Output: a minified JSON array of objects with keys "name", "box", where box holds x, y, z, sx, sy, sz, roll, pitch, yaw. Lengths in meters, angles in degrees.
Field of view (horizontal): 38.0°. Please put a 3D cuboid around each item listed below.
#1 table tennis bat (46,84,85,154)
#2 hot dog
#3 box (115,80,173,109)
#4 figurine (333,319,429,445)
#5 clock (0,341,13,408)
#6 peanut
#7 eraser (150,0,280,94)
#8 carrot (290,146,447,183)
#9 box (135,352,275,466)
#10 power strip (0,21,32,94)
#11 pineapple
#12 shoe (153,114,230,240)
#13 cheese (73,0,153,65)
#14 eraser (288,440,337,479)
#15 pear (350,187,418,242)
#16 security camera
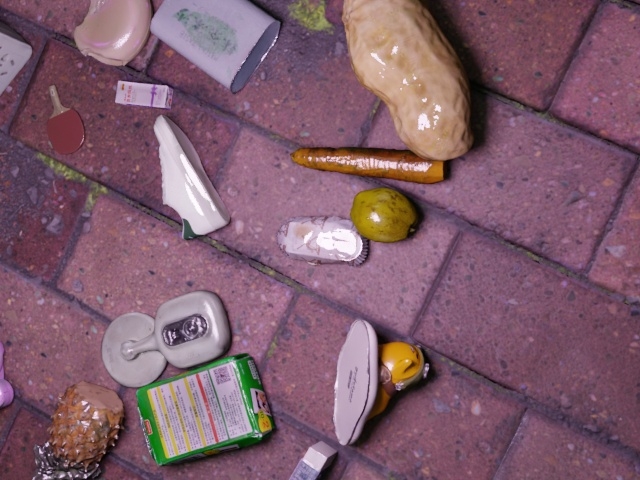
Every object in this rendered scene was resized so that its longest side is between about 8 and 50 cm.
[{"name":"table tennis bat","box":[-0.560,-0.262,2.012,0.087,0.013,0.156,-22,84,15]},{"name":"hot dog","box":[0.000,0.000,1.830,0.192,0.053,0.099,4,87,18]},{"name":"box","box":[-0.370,-0.305,1.950,0.117,0.036,0.051,10,90,16]},{"name":"figurine","box":[0.119,0.274,1.774,0.141,0.166,0.250,4,117,-20]},{"name":"clock","box":[-0.787,0.277,2.008,0.227,0.090,0.248,-29,82,12]},{"name":"peanut","box":[0.163,-0.321,1.729,0.169,0.192,0.387,-41,75,48]},{"name":"eraser","box":[-0.216,-0.433,1.893,0.227,0.081,0.174,37,97,13]},{"name":"carrot","box":[0.088,-0.149,1.808,0.314,0.066,0.066,5,89,17]},{"name":"box","box":[-0.230,0.340,1.850,0.250,0.103,0.180,-19,83,12]},{"name":"power strip","box":[-0.769,-0.378,1.943,0.141,0.261,0.229,42,98,12]},{"name":"pineapple","box":[-0.507,0.449,1.908,0.170,0.141,0.310,25,102,-10]},{"name":"shoe","box":[-0.292,-0.123,1.892,0.110,0.095,0.265,-33,82,12]},{"name":"cheese","box":[-0.419,-0.514,1.954,0.163,0.082,0.286,14,89,14]},{"name":"eraser","box":[-0.045,0.493,1.799,0.046,0.092,0.212,31,94,15]},{"name":"pear","box":[0.121,-0.047,1.773,0.131,0.107,0.107,24,94,18]},{"name":"security camera","box":[-0.327,0.204,1.897,0.301,0.080,0.157,-20,83,16]}]
